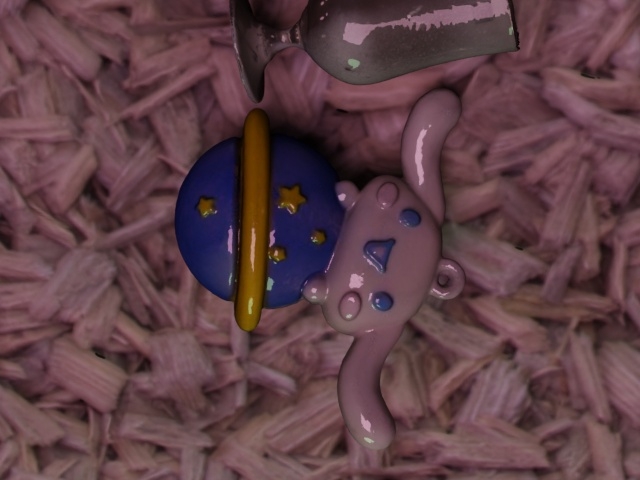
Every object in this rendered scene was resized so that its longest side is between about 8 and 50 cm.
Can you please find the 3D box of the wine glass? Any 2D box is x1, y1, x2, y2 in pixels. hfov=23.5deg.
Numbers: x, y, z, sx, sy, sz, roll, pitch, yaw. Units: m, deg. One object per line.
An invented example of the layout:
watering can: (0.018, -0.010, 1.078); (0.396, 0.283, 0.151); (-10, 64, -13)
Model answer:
wine glass: (0.047, -0.182, 1.290); (0.231, 0.103, 0.103); (-8, 110, 9)

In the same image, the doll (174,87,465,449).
doll: (-0.006, 0.028, 1.350); (0.243, 0.159, 0.311); (0, 84, -17)
